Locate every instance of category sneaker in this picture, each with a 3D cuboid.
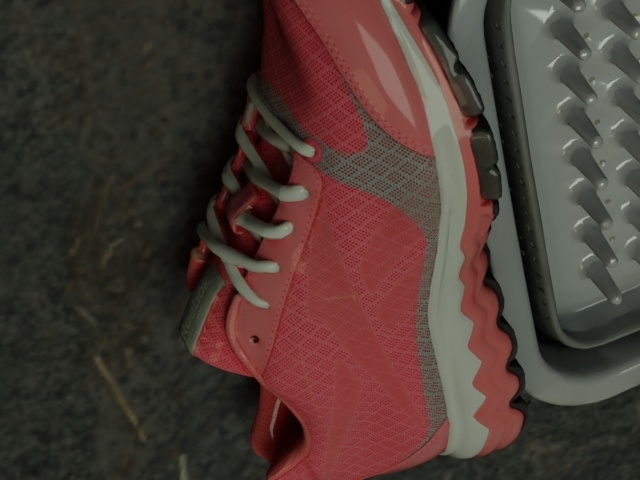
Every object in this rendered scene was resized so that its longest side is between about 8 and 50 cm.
[{"bbox_3d":[0.000,0.001,0.759,0.136,0.116,0.314,-22,131,-8],"label":"sneaker"}]

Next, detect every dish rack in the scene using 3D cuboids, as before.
[{"bbox_3d":[0.209,-0.090,0.825,0.333,0.072,0.285,-23,132,-10],"label":"dish rack"}]
